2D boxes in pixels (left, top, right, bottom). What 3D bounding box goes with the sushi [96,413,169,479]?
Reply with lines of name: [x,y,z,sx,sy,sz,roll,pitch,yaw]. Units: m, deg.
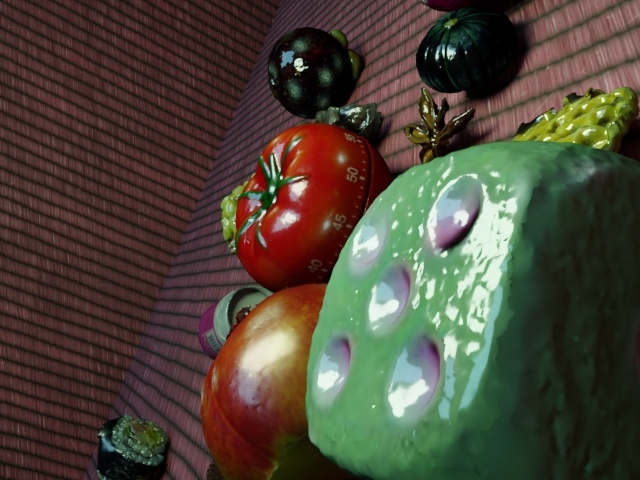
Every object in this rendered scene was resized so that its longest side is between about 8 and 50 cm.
sushi: [-0.609,0.697,1.998,0.218,0.225,0.238,-65,-13,24]

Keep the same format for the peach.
peach: [-0.015,0.230,0.950,0.370,0.370,0.370,-49,26,35]

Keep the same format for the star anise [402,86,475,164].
star anise: [0.212,-0.215,1.203,0.157,0.053,0.212,58,154,28]

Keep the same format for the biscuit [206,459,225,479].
biscuit: [-0.172,0.574,1.304,0.107,0.073,0.388,-62,21,11]

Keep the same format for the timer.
timer: [-0.011,-0.057,1.339,0.378,0.279,0.378,-45,32,38]

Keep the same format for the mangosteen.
mangosteen: [-0.020,-0.510,1.899,0.288,0.288,0.288,-49,26,35]

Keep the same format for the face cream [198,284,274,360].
face cream: [-0.203,0.219,1.620,0.195,0.175,0.175,-32,38,53]

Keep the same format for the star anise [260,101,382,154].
star anise: [0.010,-0.246,1.567,0.332,0.332,0.117,-25,81,58]

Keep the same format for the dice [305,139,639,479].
dice: [0.193,0.110,0.624,0.330,0.322,0.318,-21,49,63]

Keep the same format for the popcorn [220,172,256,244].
popcorn: [-0.193,-0.087,1.862,0.235,0.216,0.181,-30,-5,13]

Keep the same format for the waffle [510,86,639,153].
waffle: [0.293,-0.105,0.877,0.312,0.060,0.307,-38,11,27]

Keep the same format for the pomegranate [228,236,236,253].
pomegranate: [-0.135,-0.034,1.664,0.248,0.214,0.214,-34,15,-16]

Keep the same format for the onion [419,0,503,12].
onion: [0.298,-0.581,1.232,0.282,0.260,0.337,-31,-4,-25]

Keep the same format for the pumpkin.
pumpkin: [0.273,-0.359,1.184,0.194,0.150,0.194,-33,45,41]
